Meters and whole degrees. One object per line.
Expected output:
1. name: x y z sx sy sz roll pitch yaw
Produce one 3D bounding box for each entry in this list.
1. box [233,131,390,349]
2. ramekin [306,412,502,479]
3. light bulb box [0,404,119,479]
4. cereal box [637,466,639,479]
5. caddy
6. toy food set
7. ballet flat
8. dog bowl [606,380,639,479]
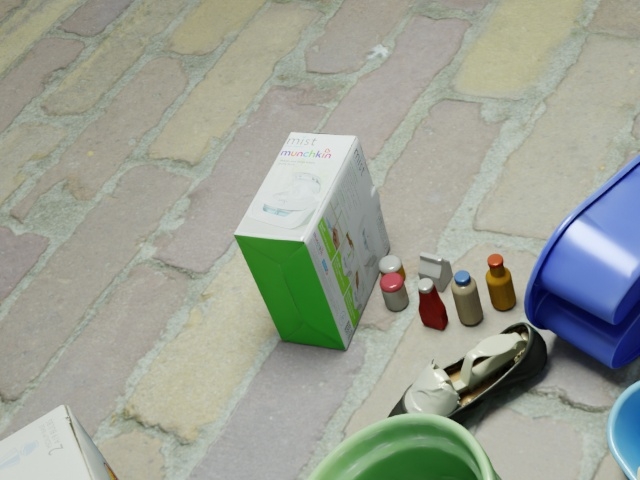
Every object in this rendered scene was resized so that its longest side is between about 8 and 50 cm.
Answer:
1. box: 0.000 0.000 1.637 0.127 0.262 0.231 6 51 25
2. ramekin: 0.110 0.376 1.257 0.303 0.148 0.303 -28 36 22
3. light bulb box: -0.265 0.447 1.177 0.225 0.361 0.358 -31 32 -11
4. cereal box: 0.469 0.351 1.147 0.240 0.047 0.173 2 82 34
5. caddy: 0.438 0.014 1.485 0.341 0.241 0.179 -38 51 -18
6. toy food set: 0.179 0.061 1.625 0.232 0.104 0.111 16 55 31
7. ballet flat: 0.199 0.200 1.490 0.280 0.096 0.095 -32 46 -11
8. dog bowl: 0.468 0.288 1.280 0.166 0.074 0.297 -43 44 13
